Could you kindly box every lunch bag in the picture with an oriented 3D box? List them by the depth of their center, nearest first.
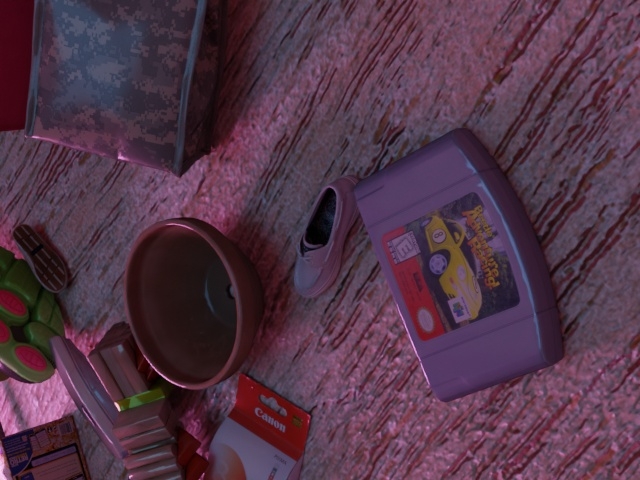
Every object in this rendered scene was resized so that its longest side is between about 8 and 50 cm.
[{"bbox_3d":[-0.254,-0.261,1.543,0.235,0.169,0.287,14,113,8],"label":"lunch bag"}]

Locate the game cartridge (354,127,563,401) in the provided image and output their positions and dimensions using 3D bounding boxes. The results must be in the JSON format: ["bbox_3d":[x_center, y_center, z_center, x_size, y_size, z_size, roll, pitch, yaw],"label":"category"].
[{"bbox_3d":[0.166,0.028,1.358,0.196,0.060,0.294,-28,81,37],"label":"game cartridge"}]

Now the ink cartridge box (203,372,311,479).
[{"bbox_3d":[-0.092,0.300,1.640,0.145,0.045,0.179,27,118,34],"label":"ink cartridge box"}]

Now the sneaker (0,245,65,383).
[{"bbox_3d":[-0.629,0.098,1.942,0.483,0.185,0.202,31,132,13],"label":"sneaker"}]

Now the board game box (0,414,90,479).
[{"bbox_3d":[-0.452,0.403,1.902,0.045,0.147,0.193,-20,85,41],"label":"board game box"}]

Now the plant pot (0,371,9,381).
[{"bbox_3d":[-0.568,0.202,2.015,0.083,0.083,0.079,17,121,37],"label":"plant pot"}]

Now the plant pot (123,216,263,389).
[{"bbox_3d":[-0.159,0.081,1.609,0.237,0.110,0.237,9,104,39],"label":"plant pot"}]

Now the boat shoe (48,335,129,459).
[{"bbox_3d":[-0.348,0.238,1.829,0.227,0.081,0.079,54,154,12],"label":"boat shoe"}]

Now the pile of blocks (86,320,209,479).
[{"bbox_3d":[-0.221,0.284,1.699,0.113,0.149,0.362,-19,85,21],"label":"pile of blocks"}]

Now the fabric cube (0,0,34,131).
[{"bbox_3d":[-0.529,-0.321,1.751,0.258,0.254,0.259,22,112,36],"label":"fabric cube"}]

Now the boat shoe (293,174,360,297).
[{"bbox_3d":[0.000,0.000,1.485,0.066,0.063,0.184,46,124,25],"label":"boat shoe"}]

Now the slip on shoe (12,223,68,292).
[{"bbox_3d":[-0.463,0.033,1.909,0.135,0.051,0.041,48,166,14],"label":"slip on shoe"}]

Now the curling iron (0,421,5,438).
[{"bbox_3d":[-0.571,0.404,2.053,0.068,0.035,0.273,-17,85,40],"label":"curling iron"}]
